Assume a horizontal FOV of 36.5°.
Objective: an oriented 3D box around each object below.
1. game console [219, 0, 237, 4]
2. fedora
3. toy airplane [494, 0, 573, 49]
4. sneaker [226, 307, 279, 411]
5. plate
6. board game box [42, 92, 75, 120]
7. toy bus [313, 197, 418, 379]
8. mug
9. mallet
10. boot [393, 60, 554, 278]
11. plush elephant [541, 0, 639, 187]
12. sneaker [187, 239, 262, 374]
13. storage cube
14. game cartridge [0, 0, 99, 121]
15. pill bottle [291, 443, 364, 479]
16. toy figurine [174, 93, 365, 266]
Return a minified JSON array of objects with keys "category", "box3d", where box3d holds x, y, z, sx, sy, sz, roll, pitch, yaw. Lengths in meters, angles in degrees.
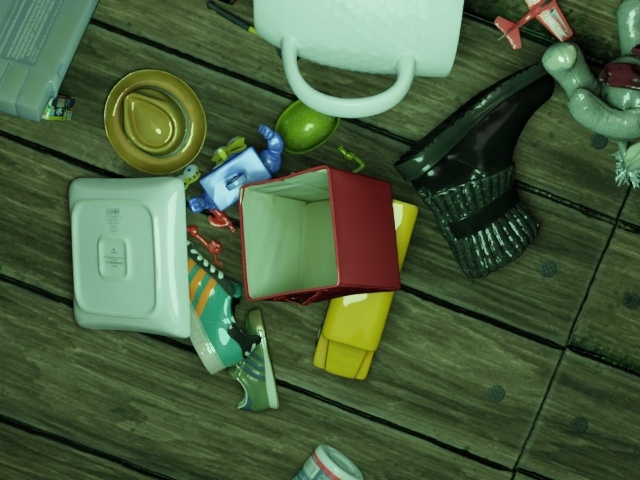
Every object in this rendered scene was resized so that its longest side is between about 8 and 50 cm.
[{"category":"game console","box3d":[-0.165,-0.499,1.699,0.085,0.124,0.144,28,96,-28]},{"category":"fedora","box3d":[-0.300,-0.212,1.728,0.194,0.079,0.195,0,95,1]},{"category":"toy airplane","box3d":[0.377,-0.400,1.726,0.151,0.028,0.151,0,94,2]},{"category":"sneaker","box3d":[-0.132,0.224,1.772,0.086,0.064,0.192,-11,97,-1]},{"category":"plate","box3d":[-0.349,0.028,1.700,0.277,0.045,0.278,2,96,34]},{"category":"board game box","box3d":[-0.532,-0.255,1.696,0.170,0.141,0.048,16,96,-1]},{"category":"toy bus","box3d":[0.078,0.082,1.724,0.108,0.130,0.333,16,95,-1]},{"category":"mug","box3d":[0.055,-0.373,1.586,0.327,0.276,0.374,4,70,0]},{"category":"mallet","box3d":[-0.120,-0.373,1.719,0.189,0.062,0.039,30,96,-2]},{"category":"boot","box3d":[0.324,-0.127,1.701,0.348,0.131,0.260,-39,99,-3]},{"category":"plush elephant","box3d":[0.569,-0.237,1.605,0.271,0.255,0.330,-26,105,-26]},{"category":"sneaker","box3d":[-0.207,0.081,1.734,0.121,0.108,0.302,-27,85,-1]},{"category":"storage cube","box3d":[0.000,0.000,1.577,0.183,0.193,0.215,-11,80,34]},{"category":"game cartridge","box3d":[-0.516,-0.379,1.648,0.230,0.068,0.355,18,64,-4]},{"category":"pill bottle","box3d":[-0.014,0.474,1.774,0.108,0.108,0.180,37,95,-3]},{"category":"toy figurine","box3d":[-0.102,-0.102,1.667,0.362,0.217,0.191,-31,94,4]}]
